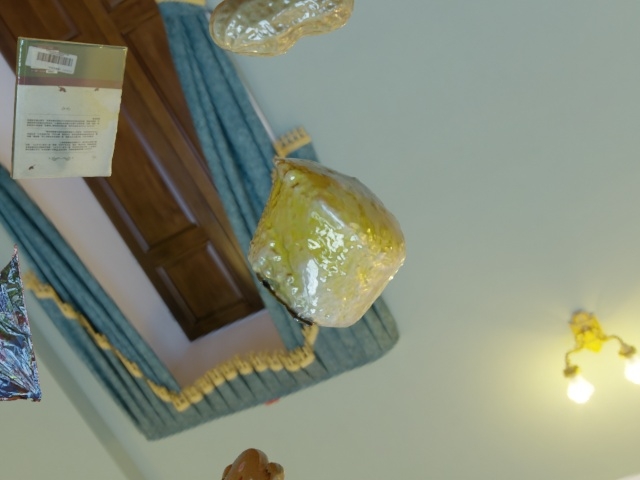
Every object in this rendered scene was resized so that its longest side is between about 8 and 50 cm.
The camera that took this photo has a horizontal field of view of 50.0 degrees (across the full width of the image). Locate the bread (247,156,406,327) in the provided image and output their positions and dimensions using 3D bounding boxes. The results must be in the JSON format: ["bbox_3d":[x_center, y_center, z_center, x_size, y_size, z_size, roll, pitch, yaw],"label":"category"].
[{"bbox_3d":[0.003,-0.001,0.840,0.170,0.197,0.197,-59,-171,10],"label":"bread"}]

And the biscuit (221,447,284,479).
[{"bbox_3d":[-0.132,0.461,1.221,0.184,0.035,0.249,-57,-157,2],"label":"biscuit"}]

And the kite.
[{"bbox_3d":[-0.378,0.110,0.766,0.232,0.189,0.009,-46,-173,10],"label":"kite"}]

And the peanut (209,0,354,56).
[{"bbox_3d":[-0.049,-0.291,0.890,0.194,0.083,0.093,-14,-126,-1],"label":"peanut"}]

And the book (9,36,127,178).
[{"bbox_3d":[-0.487,-0.246,1.326,0.201,0.289,0.026,-6,-142,-38],"label":"book"}]
